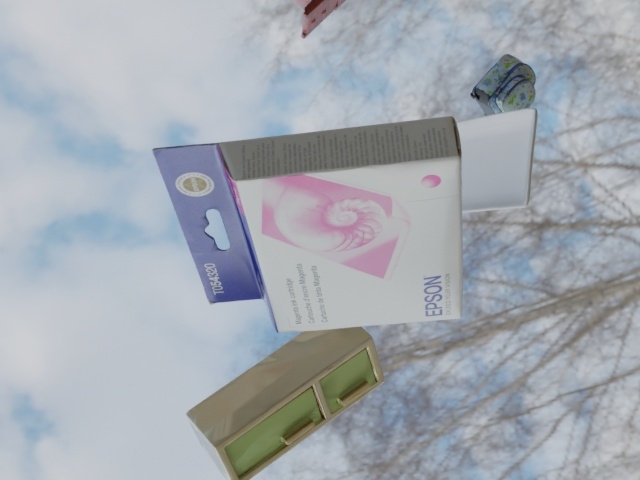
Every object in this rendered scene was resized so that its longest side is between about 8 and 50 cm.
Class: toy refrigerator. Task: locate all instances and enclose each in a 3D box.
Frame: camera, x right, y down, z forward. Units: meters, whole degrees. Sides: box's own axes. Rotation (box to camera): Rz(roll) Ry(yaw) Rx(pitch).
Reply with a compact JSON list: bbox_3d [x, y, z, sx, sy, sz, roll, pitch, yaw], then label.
[{"bbox_3d":[-0.043,0.223,1.513,0.269,0.094,0.102,-33,-47,-19],"label":"toy refrigerator"}]

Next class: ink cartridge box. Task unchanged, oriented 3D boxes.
[{"bbox_3d":[0.000,0.000,1.245,0.324,0.330,0.071,78,-173,-54],"label":"ink cartridge box"}]

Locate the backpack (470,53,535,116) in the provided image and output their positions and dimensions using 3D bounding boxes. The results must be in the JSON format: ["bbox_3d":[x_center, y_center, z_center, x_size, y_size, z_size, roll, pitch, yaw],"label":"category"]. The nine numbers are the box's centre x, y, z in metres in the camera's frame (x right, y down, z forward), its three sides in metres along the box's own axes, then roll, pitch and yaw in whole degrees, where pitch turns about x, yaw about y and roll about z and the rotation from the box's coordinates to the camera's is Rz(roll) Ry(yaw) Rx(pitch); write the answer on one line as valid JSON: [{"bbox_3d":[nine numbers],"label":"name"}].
[{"bbox_3d":[0.361,-0.288,2.047,0.114,0.084,0.105,-53,-37,-2],"label":"backpack"}]

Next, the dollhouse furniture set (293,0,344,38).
[{"bbox_3d":[-0.036,-0.486,1.627,0.152,0.374,0.201,-44,-96,-8],"label":"dollhouse furniture set"}]

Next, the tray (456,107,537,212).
[{"bbox_3d":[0.235,-0.111,1.610,0.030,0.270,0.145,11,-97,-30],"label":"tray"}]
